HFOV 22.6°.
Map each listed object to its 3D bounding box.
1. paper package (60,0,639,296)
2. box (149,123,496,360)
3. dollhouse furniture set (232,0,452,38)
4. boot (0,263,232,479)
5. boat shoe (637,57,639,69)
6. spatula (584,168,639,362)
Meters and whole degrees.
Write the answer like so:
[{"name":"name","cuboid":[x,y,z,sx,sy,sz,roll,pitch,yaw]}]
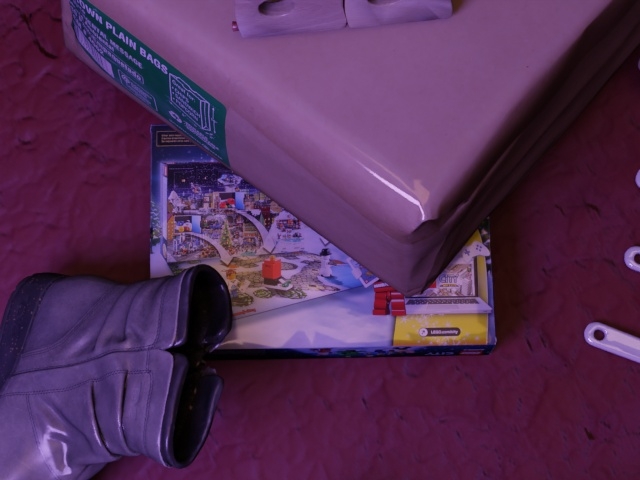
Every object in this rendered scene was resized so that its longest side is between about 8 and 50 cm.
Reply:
[{"name":"paper package","cuboid":[0.031,-0.175,1.049,0.325,0.168,0.309,38,71,13]},{"name":"box","cuboid":[0.000,0.000,1.099,0.233,0.044,0.159,-1,75,-1]},{"name":"dollhouse furniture set","cuboid":[0.005,-0.217,0.876,0.129,0.183,0.129,-7,67,-2]},{"name":"boot","cuboid":[-0.146,0.129,1.006,0.161,0.083,0.246,0,71,37]},{"name":"boat shoe","cuboid":[0.311,-0.127,1.128,0.170,0.063,0.059,-12,71,-5]},{"name":"spatula","cuboid":[0.314,0.052,1.107,0.242,0.019,0.168,21,78,4]}]
